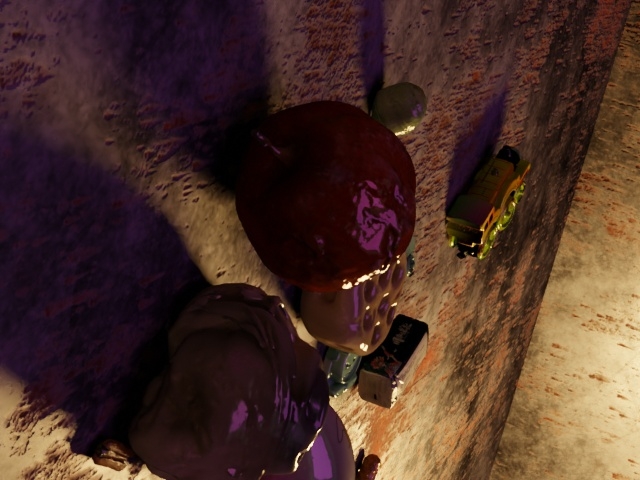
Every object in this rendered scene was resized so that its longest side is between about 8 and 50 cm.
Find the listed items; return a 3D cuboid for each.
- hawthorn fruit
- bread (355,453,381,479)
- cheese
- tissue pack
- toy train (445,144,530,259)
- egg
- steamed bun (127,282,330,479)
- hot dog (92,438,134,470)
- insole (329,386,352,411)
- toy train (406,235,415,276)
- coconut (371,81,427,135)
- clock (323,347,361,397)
[{"bbox_3d":[-0.007,-0.072,1.225,0.242,0.242,0.271,-62,142,-16],"label":"hawthorn fruit"},{"bbox_3d":[0.092,0.546,2.194,0.157,0.044,0.052,-67,160,-5],"label":"bread"},{"bbox_3d":[0.058,0.081,1.628,0.218,0.117,0.235,-57,153,-30],"label":"cheese"},{"bbox_3d":[0.147,0.242,2.002,0.170,0.090,0.103,-53,153,-39],"label":"tissue pack"},{"bbox_3d":[0.379,-0.092,2.227,0.296,0.100,0.160,-55,152,-31],"label":"toy train"},{"bbox_3d":[-0.041,0.337,1.530,0.196,0.196,0.271,-36,133,-53],"label":"egg"},{"bbox_3d":[-0.089,0.211,1.286,0.268,0.207,0.280,-62,158,-24],"label":"steamed bun"},{"bbox_3d":[-0.253,0.258,1.203,0.037,0.021,0.083,-53,155,-11],"label":"hot dog"},{"bbox_3d":[0.008,0.315,1.861,0.232,0.003,0.080,-33,138,-55],"label":"insole"},{"bbox_3d":[0.119,0.043,1.802,0.172,0.070,0.099,-45,137,-45],"label":"toy train"},{"bbox_3d":[0.122,-0.207,1.575,0.088,0.096,0.088,44,34,-42],"label":"coconut"},{"bbox_3d":[0.042,0.212,1.800,0.101,0.041,0.135,-27,133,-58],"label":"clock"}]
